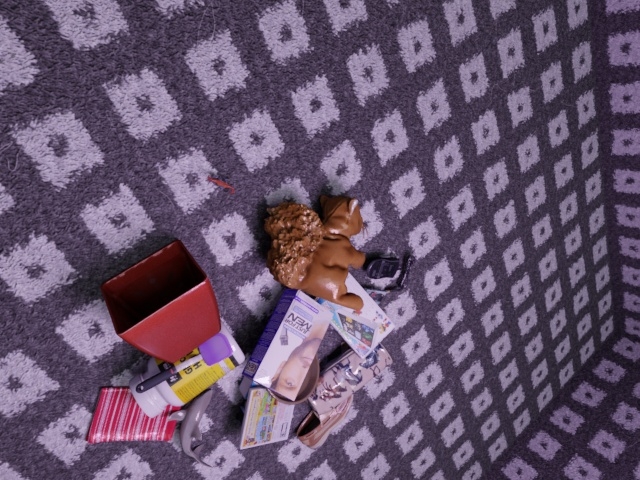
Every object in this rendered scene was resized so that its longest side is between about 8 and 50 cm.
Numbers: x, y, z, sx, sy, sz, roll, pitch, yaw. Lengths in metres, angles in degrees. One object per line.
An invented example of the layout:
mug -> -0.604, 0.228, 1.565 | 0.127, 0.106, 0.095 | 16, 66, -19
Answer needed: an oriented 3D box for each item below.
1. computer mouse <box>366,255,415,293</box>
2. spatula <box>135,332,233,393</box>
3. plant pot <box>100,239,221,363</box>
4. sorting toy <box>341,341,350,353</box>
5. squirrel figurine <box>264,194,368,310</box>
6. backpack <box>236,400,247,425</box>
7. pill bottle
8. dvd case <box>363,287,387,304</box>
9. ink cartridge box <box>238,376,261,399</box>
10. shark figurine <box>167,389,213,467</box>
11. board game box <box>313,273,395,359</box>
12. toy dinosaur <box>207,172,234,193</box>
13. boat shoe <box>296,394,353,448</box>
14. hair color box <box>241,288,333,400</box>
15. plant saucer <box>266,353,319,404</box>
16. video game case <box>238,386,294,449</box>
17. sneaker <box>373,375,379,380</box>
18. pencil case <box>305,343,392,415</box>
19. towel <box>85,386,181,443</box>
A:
computer mouse -> 0.282, 0.146, 1.770 | 0.262, 0.060, 0.184 | -3, 116, -32
spatula -> -0.414, 0.377, 1.240 | 0.296, 0.030, 0.084 | -25, 78, -17
plant pot -> -0.454, 0.204, 1.242 | 0.267, 0.267, 0.236 | -33, 131, -18
sorting toy -> 0.119, 0.475, 1.793 | 0.062, 0.012, 0.083 | -15, 112, -27
squirrel figurine -> 0.000, 0.000, 1.433 | 0.397, 0.281, 0.370 | 23, 86, -36
backpack -> -0.249, 0.674, 1.581 | 0.114, 0.105, 0.084 | 16, 96, -36
pill bottle -> -0.433, 0.413, 1.342 | 0.334, 0.188, 0.188 | -34, 119, -18
dvd case -> 0.218, 0.243, 1.761 | 0.119, 0.013, 0.087 | 12, 123, -31
ink cartridge box -> -0.197, 0.545, 1.586 | 0.190, 0.082, 0.140 | 26, 91, -35
shark figurine -> -0.444, 0.690, 1.444 | 0.166, 0.116, 0.278 | -3, 102, -51
board game box -> 0.131, 0.294, 1.641 | 0.193, 0.053, 0.305 | -41, 92, -13
toy dinosaur -> -0.316, -0.175, 1.309 | 0.082, 0.090, 0.047 | 29, 106, -3
boat shoe -> 0.020, 0.738, 1.753 | 0.116, 0.123, 0.324 | 40, 81, -31
hair color box -> -0.109, 0.363, 1.454 | 0.185, 0.110, 0.339 | 38, 67, -26
plant saucer -> -0.120, 0.478, 1.559 | 0.278, 0.041, 0.278 | 20, 58, -35
video game case -> -0.193, 0.653, 1.537 | 0.206, 0.026, 0.227 | 8, 96, -38
sneaker -> 0.233, 0.597, 1.876 | 0.135, 0.052, 0.058 | 39, 79, -33
pencil case -> 0.092, 0.550, 1.701 | 0.410, 0.160, 0.183 | -31, 103, -16
towel -> -0.615, 0.591, 1.383 | 0.275, 0.031, 0.199 | 16, 95, -33
